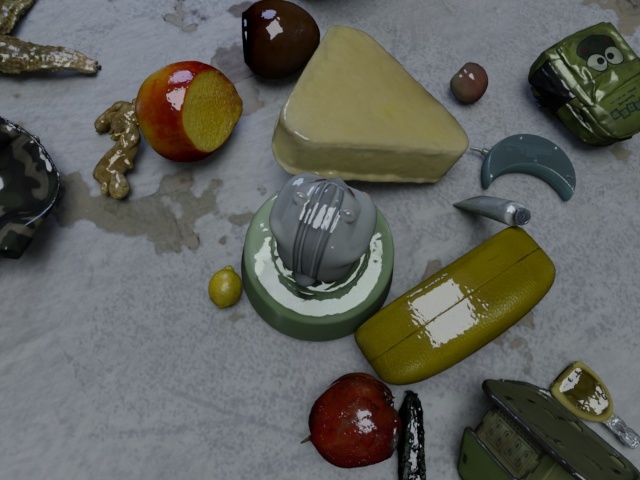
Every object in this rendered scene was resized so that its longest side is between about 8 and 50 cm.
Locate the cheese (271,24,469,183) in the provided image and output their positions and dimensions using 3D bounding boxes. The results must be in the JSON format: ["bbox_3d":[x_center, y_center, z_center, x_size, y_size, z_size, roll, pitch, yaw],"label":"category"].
[{"bbox_3d":[0.057,-0.237,0.883,0.384,0.104,0.383,10,56,-16],"label":"cheese"}]

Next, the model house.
[{"bbox_3d":[0.311,0.399,0.748,0.205,0.218,0.278,19,107,-35],"label":"model house"}]

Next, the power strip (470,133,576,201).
[{"bbox_3d":[0.417,-0.157,0.963,0.216,0.044,0.137,10,71,1],"label":"power strip"}]

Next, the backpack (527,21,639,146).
[{"bbox_3d":[0.574,-0.317,0.977,0.207,0.140,0.253,-29,82,-11],"label":"backpack"}]

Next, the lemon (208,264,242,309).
[{"bbox_3d":[-0.174,0.086,0.850,0.062,0.062,0.083,10,75,1],"label":"lemon"}]

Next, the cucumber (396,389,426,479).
[{"bbox_3d":[0.154,0.349,0.788,0.053,0.053,0.181,2,69,-2],"label":"cucumber"}]

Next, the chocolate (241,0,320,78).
[{"bbox_3d":[-0.084,-0.422,0.976,0.177,0.177,0.176,1,72,-2],"label":"chocolate"}]

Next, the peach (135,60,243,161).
[{"bbox_3d":[-0.248,-0.247,0.892,0.192,0.190,0.190,-14,73,1],"label":"peach"}]

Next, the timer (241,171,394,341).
[{"bbox_3d":[0.000,0.000,0.754,0.291,0.315,0.290,1,71,-2],"label":"timer"}]

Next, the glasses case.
[{"bbox_3d":[0.245,0.115,0.799,0.371,0.173,0.141,-31,73,-12],"label":"glasses case"}]

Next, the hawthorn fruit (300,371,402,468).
[{"bbox_3d":[0.047,0.299,0.754,0.172,0.148,0.148,-30,75,6],"label":"hawthorn fruit"}]

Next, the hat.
[{"bbox_3d":[-0.712,-0.062,0.854,0.382,0.257,0.366,-34,92,24],"label":"hat"}]

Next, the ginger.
[{"bbox_3d":[-0.403,-0.196,0.921,0.176,0.052,0.193,-48,66,15],"label":"ginger"}]

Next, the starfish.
[{"bbox_3d":[-0.672,-0.397,0.982,0.324,0.082,0.432,36,72,12],"label":"starfish"}]

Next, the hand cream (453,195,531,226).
[{"bbox_3d":[0.321,-0.060,0.865,0.067,0.194,0.042,-20,105,-5],"label":"hand cream"}]

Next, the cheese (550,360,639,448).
[{"bbox_3d":[0.494,0.299,0.822,0.086,0.036,0.162,-41,78,-12],"label":"cheese"}]

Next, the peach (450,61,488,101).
[{"bbox_3d":[0.323,-0.340,1.000,0.083,0.083,0.083,1,72,-2],"label":"peach"}]
